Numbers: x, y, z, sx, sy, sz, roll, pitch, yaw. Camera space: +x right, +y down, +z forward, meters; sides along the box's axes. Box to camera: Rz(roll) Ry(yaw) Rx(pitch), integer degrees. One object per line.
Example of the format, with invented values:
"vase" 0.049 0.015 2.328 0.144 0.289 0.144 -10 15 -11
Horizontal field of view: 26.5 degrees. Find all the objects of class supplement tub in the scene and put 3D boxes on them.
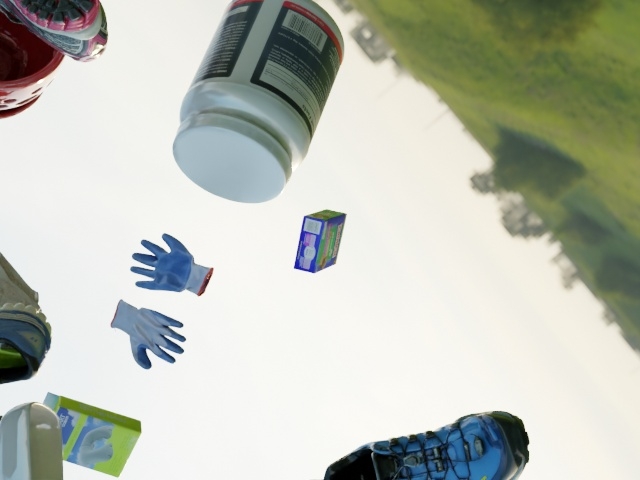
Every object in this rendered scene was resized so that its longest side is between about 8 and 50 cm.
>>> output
"supplement tub" -0.088 -0.209 1.945 0.191 0.191 0.272 45 -130 -34

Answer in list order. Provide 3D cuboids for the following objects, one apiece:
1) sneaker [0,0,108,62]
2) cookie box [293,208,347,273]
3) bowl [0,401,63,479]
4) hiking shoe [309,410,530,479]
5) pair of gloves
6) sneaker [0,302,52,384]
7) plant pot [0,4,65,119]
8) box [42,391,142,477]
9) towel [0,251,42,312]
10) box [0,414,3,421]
"sneaker" -0.380 -0.330 1.716 0.299 0.121 0.112 46 165 27
"cookie box" 0.000 0.000 2.205 0.040 0.091 0.107 15 -167 17
"bowl" -0.361 0.275 1.682 0.142 0.053 0.142 67 -163 -72
"hiking shoe" 0.134 0.299 1.764 0.132 0.304 0.113 0 -111 -46
"pair of gloves" -0.243 0.092 2.035 0.159 0.198 0.023 22 180 37
"sneaker" -0.582 0.169 2.085 0.147 0.330 0.129 -107 16 -63
"plant pot" -0.441 -0.260 1.834 0.191 0.191 0.174 51 155 2
"box" -0.421 0.346 2.423 0.178 0.109 0.042 21 -160 -18
"towel" -0.624 0.126 2.268 0.187 0.282 0.049 46 158 13
"box" -0.580 0.317 2.293 0.083 0.067 0.018 -62 -33 -78
